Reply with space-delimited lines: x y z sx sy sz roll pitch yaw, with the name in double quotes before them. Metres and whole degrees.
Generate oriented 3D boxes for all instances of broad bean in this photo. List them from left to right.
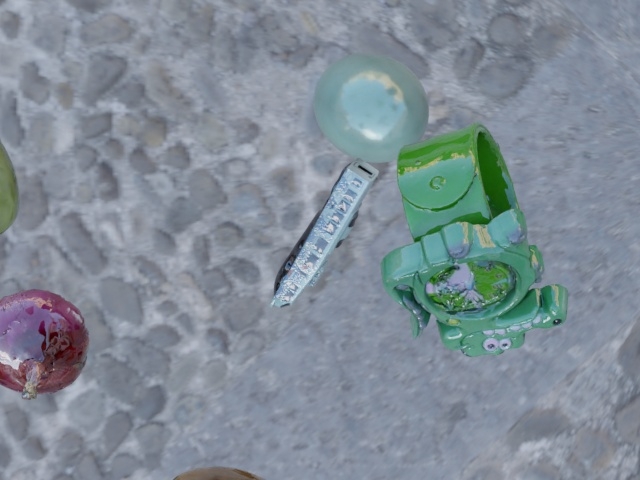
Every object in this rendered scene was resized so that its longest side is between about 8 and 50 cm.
"broad bean" -0.359 -0.072 1.264 0.174 0.082 0.124 -121 26 -44

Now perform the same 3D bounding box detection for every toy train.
"toy train" 0.000 0.000 1.408 0.047 0.043 0.207 33 118 3

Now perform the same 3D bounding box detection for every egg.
"egg" 0.078 -0.212 1.962 0.231 0.168 0.168 40 111 57

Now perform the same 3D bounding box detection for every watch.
"watch" 0.118 -0.005 1.016 0.131 0.165 0.152 -20 47 20

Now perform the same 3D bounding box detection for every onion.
"onion" -0.365 0.146 1.553 0.150 0.140 0.150 0 121 0

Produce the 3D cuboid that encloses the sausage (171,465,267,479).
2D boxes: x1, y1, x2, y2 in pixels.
"sausage" 0.021 0.344 0.719 0.123 0.136 0.501 -38 60 7
